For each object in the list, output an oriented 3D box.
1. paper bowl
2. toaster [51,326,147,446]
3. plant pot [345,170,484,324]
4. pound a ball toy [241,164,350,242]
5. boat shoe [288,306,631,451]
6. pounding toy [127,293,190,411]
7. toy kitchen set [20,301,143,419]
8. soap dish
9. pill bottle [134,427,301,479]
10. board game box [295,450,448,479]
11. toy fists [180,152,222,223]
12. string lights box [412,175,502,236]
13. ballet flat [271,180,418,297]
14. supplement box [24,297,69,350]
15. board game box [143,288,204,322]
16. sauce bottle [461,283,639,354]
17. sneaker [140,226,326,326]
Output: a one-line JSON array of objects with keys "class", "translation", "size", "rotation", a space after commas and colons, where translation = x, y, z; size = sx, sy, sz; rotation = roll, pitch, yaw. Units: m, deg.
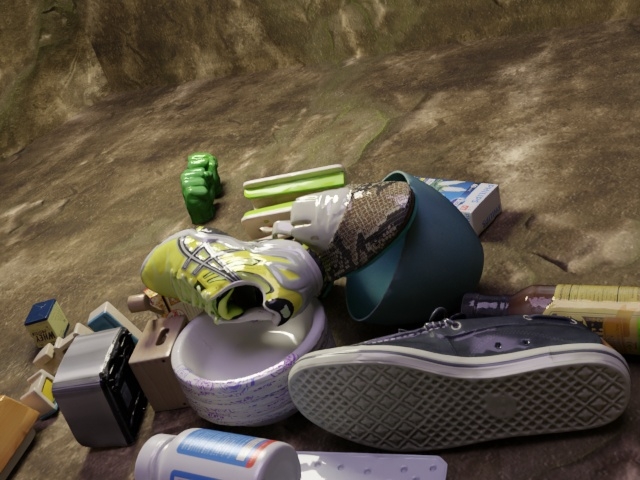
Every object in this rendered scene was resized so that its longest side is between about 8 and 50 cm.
[{"class": "paper bowl", "translation": [-0.111, 0.217, 1.198], "size": [0.284, 0.148, 0.284], "rotation": [-14, 30, 8]}, {"class": "toaster", "translation": [-0.399, 0.266, 1.234], "size": [0.110, 0.186, 0.168], "rotation": [-10, 30, 5]}, {"class": "plant pot", "translation": [0.191, 0.036, 1.266], "size": [0.195, 0.290, 0.290], "rotation": [16, 26, -13]}, {"class": "pound a ball toy", "translation": [-0.078, -0.049, 1.691], "size": [0.319, 0.136, 0.208], "rotation": [-10, 55, 12]}, {"class": "boat shoe", "translation": [0.200, 0.206, 1.027], "size": [0.500, 0.187, 0.156], "rotation": [-6, 25, 9]}, {"class": "pounding toy", "translation": [-0.293, 0.187, 1.287], "size": [0.094, 0.206, 0.181], "rotation": [-11, 30, 12]}, {"class": "toy kitchen set", "translation": [-0.491, 0.265, 1.392], "size": [0.207, 0.122, 0.166], "rotation": [-35, 28, 10]}, {"class": "soap dish", "translation": [-0.708, 0.399, 1.239], "size": [0.290, 0.118, 0.229], "rotation": [-9, 30, 18]}, {"class": "pill bottle", "translation": [-0.149, 0.333, 0.941], "size": [0.221, 0.124, 0.124], "rotation": [1, 34, 29]}, {"class": "board game box", "translation": [-0.043, 0.446, 0.868], "size": [0.389, 0.050, 0.390], "rotation": [-6, 31, 21]}, {"class": "toy fists", "translation": [-0.354, -0.173, 2.004], "size": [0.096, 0.142, 0.279], "rotation": [-13, 30, 9]}, {"class": "string lights box", "translation": [0.277, -0.082, 1.573], "size": [0.259, 0.077, 0.133], "rotation": [10, 38, 40]}, {"class": "ballet flat", "translation": [0.000, 0.000, 1.259], "size": [0.483, 0.182, 0.164], "rotation": [136, 154, -63]}, {"class": "supplement box", "translation": [-0.649, 0.199, 1.583], "size": [0.056, 0.083, 0.083], "rotation": [-16, 29, 3]}, {"class": "board game box", "translation": [-0.262, 0.125, 1.439], "size": [0.193, 0.147, 0.045], "rotation": [-31, 32, -23]}, {"class": "sauce bottle", "translation": [0.411, 0.128, 1.112], "size": [0.344, 0.111, 0.111], "rotation": [-1, 33, 30]}, {"class": "sneaker", "translation": [-0.187, 0.070, 1.200], "size": [0.384, 0.145, 0.147], "rotation": [-1, 31, 30]}]
